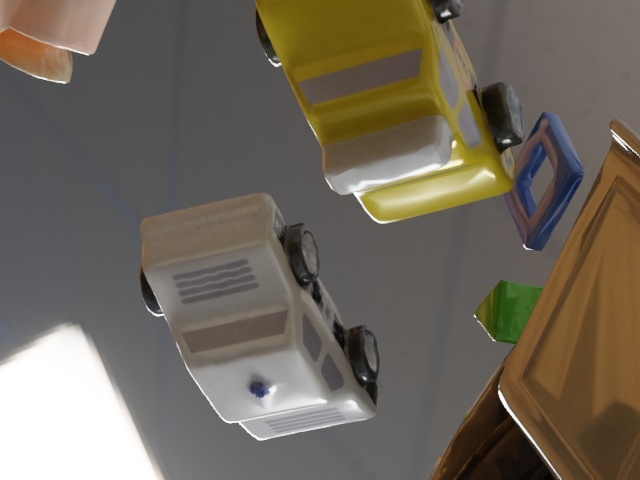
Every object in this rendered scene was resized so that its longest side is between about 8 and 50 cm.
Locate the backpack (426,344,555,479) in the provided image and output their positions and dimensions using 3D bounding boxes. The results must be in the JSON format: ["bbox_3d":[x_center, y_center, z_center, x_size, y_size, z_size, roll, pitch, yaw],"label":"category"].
[{"bbox_3d":[0.218,0.167,1.265,0.290,0.355,0.273,29,-29,35],"label":"backpack"}]

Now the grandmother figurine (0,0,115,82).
[{"bbox_3d":[-0.092,-0.246,0.964,0.104,0.208,0.342,30,-78,13],"label":"grandmother figurine"}]

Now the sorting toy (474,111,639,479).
[{"bbox_3d":[0.175,0.055,1.075,0.347,0.047,0.196,-122,-132,-60],"label":"sorting toy"}]

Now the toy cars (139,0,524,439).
[{"bbox_3d":[0.000,0.000,1.058,0.393,0.176,0.087,117,-16,-45],"label":"toy cars"}]
